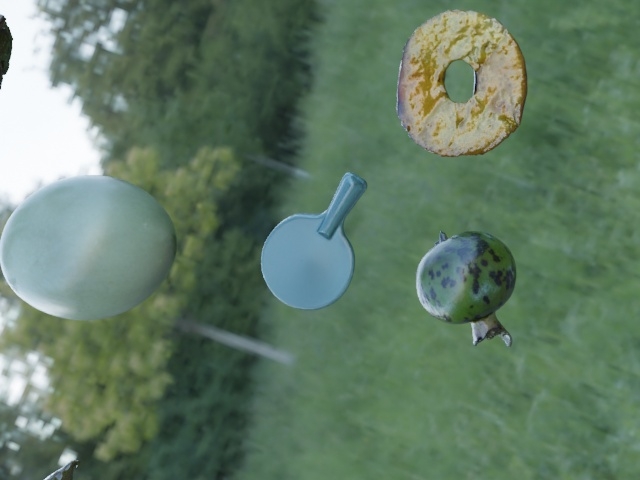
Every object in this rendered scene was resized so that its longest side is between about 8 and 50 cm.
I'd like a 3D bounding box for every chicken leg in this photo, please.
[{"bbox_3d":[-0.448,-0.220,1.618,0.125,0.080,0.196,128,148,-57],"label":"chicken leg"}]

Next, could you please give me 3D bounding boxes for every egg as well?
[{"bbox_3d":[-0.297,0.009,1.592,0.186,0.253,0.187,16,-110,-56],"label":"egg"}]

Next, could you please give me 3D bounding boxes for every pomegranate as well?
[{"bbox_3d":[0.177,0.062,1.442,0.162,0.122,0.122,65,-162,-9],"label":"pomegranate"}]

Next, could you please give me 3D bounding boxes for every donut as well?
[{"bbox_3d":[0.186,-0.205,1.622,0.074,0.174,0.190,-27,-75,-73],"label":"donut"}]

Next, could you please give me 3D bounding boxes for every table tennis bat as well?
[{"bbox_3d":[0.000,0.000,1.966,0.244,0.153,0.040,-60,-9,18],"label":"table tennis bat"}]

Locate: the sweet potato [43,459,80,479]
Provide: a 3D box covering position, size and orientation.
[{"bbox_3d":[-0.400,0.412,1.655,0.075,0.074,0.269,96,-163,-66],"label":"sweet potato"}]
